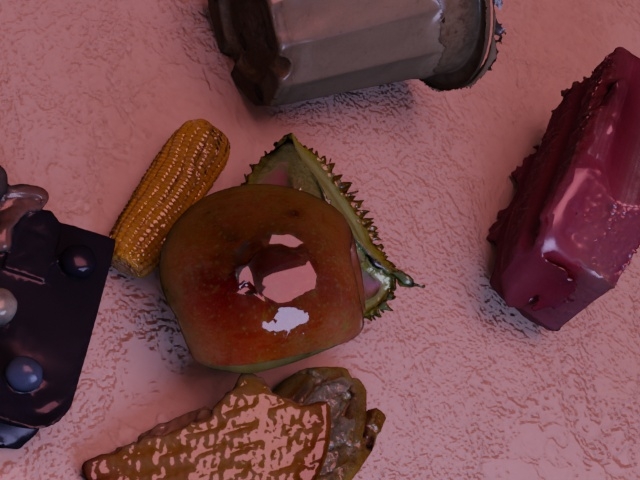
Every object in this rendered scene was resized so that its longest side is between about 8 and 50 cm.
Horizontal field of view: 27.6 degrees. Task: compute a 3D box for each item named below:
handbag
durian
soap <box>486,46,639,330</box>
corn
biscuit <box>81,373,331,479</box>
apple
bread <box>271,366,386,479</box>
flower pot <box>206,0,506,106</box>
[{"bbox_3d":[-0.358,0.017,1.188,0.325,0.118,0.269,25,55,-23],"label":"handbag"},{"bbox_3d":[-0.001,0.003,1.404,0.137,0.095,0.221,-40,79,9],"label":"durian"},{"bbox_3d":[0.306,-0.056,1.517,0.127,0.220,0.325,32,55,-6],"label":"soap"},{"bbox_3d":[-0.159,-0.045,1.356,0.072,0.072,0.203,34,56,-9],"label":"corn"},{"bbox_3d":[-0.109,0.209,1.245,0.228,0.031,0.176,9,69,-1],"label":"biscuit"},{"bbox_3d":[-0.055,0.033,1.277,0.188,0.174,0.207,-18,35,3],"label":"apple"},{"bbox_3d":[-0.006,0.195,1.325,0.117,0.064,0.156,40,56,-7],"label":"bread"},{"bbox_3d":[0.026,-0.273,1.459,0.259,0.290,0.290,-19,76,-23],"label":"flower pot"}]
